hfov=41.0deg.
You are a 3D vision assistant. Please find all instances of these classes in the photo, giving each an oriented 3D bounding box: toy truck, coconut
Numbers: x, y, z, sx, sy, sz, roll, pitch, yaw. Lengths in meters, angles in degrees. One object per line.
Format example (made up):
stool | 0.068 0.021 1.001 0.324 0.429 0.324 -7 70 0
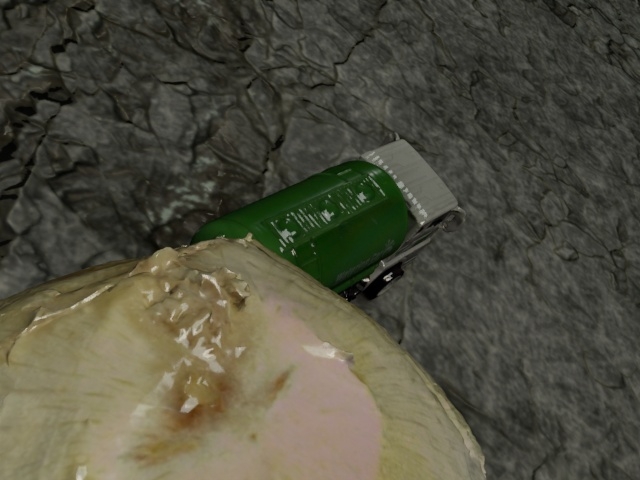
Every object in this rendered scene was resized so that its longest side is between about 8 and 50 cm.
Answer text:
toy truck | 0.000 0.000 0.643 0.242 0.125 0.101 -27 72 -44
coconut | -0.062 0.142 0.399 0.297 0.254 0.297 18 46 -20
